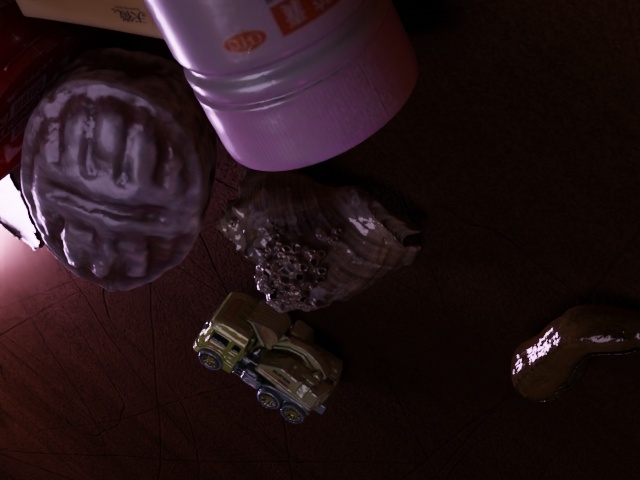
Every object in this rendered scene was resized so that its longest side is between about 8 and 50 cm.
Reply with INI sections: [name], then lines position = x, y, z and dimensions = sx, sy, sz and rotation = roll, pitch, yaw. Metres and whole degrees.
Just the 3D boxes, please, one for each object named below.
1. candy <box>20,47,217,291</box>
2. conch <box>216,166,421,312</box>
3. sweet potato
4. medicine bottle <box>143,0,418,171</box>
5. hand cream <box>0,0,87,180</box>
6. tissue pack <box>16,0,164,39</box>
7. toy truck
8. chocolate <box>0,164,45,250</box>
[candy]
position = -0.226, -0.084, 1.733
dimensions = 0.214, 0.157, 0.289
rotation = 13, 130, 2
[conch]
position = 0.000, 0.000, 1.685
dimensions = 0.245, 0.162, 0.178
rotation = -1, 167, 24
[sweet potato]
position = 0.268, 0.110, 1.590
dimensions = 0.081, 0.062, 0.233
rotation = 29, 148, -14
[medicine bottle]
position = -0.057, -0.239, 1.323
dimensions = 0.202, 0.202, 0.315
rotation = 8, 139, 41
[hand cream]
position = -0.387, -0.182, 1.733
dimensions = 0.149, 0.230, 0.230
rotation = 36, 150, 9
[tissue pack]
position = -0.242, -0.301, 1.545
dimensions = 0.222, 0.090, 0.186
rotation = 17, 145, 33
[toy truck]
position = -0.059, 0.142, 1.953
dimensions = 0.191, 0.085, 0.116
rotation = 34, 140, 2
[chocolate]
position = -0.403, -0.108, 1.985
dimensions = 0.161, 0.083, 0.261
rotation = 37, 153, 29
